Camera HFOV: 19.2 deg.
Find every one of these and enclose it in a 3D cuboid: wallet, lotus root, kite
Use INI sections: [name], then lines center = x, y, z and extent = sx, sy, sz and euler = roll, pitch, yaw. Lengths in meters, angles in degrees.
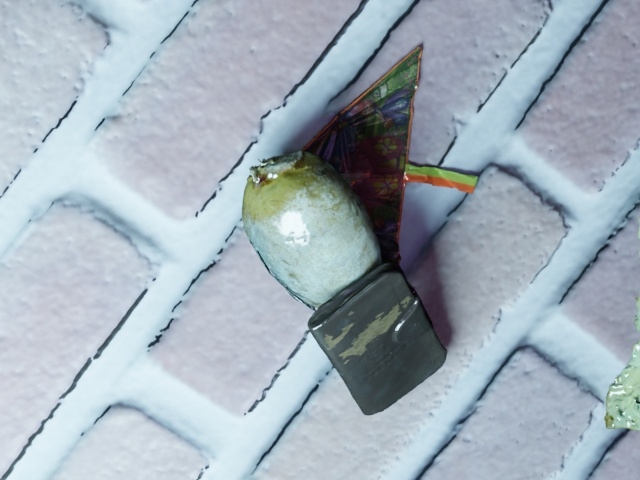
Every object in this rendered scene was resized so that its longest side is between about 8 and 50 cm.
[wallet]
center = 0.043, 0.072, 1.366
extent = 0.082, 0.018, 0.157
euler = -36, 147, -5
[lotus root]
center = -0.001, 0.002, 1.331
extent = 0.088, 0.088, 0.165
euler = -38, 129, -7
[kite]
center = 0.044, -0.047, 1.373
extent = 0.159, 0.010, 0.190
euler = -3, 109, -22

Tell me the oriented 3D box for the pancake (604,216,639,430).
[pancake]
center = 0.324, -0.011, 1.483
extent = 0.197, 0.054, 0.377
euler = 32, 91, -29
